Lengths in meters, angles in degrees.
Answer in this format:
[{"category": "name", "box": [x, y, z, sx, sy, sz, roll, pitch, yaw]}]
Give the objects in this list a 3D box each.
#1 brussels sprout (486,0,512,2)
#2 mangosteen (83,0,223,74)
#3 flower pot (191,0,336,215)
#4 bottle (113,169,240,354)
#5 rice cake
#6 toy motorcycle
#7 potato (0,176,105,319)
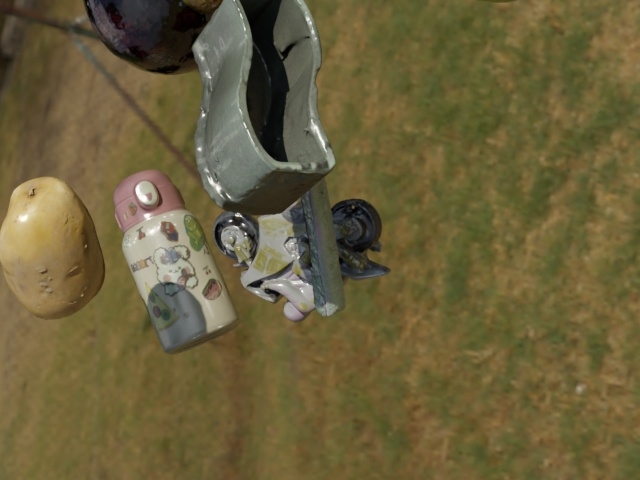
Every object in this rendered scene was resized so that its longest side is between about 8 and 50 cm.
[{"category": "brussels sprout", "box": [0.173, -0.337, 1.347, 0.223, 0.223, 0.161, -29, 67, 60]}, {"category": "mangosteen", "box": [-0.154, -0.299, 1.446, 0.250, 0.211, 0.211, -17, 62, 53]}, {"category": "flower pot", "box": [-0.064, -0.146, 1.304, 0.108, 0.103, 0.229, -41, 48, 48]}, {"category": "bottle", "box": [-0.210, 0.024, 1.795, 0.120, 0.120, 0.253, -33, 79, 58]}, {"category": "rice cake", "box": [0.000, -0.001, 1.445, 0.033, 0.033, 0.207, 36, 144, 46]}, {"category": "toy motorcycle", "box": [-0.021, 0.027, 1.550, 0.225, 0.073, 0.152, -5, 109, 26]}, {"category": "potato", "box": [-0.316, 0.013, 1.508, 0.118, 0.109, 0.178, -59, -35, -53]}]
